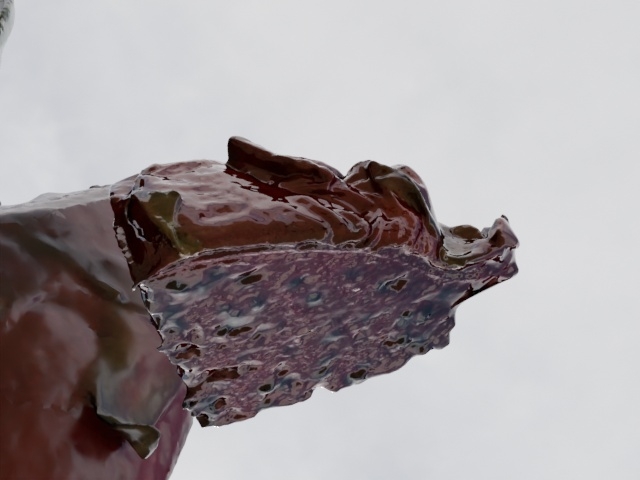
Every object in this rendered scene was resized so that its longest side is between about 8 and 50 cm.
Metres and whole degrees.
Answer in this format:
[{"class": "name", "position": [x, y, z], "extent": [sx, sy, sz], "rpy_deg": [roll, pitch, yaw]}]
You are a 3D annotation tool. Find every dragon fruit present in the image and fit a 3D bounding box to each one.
[{"class": "dragon fruit", "position": [-0.002, -0.002, 0.580], "extent": [0.131, 0.097, 0.063], "rpy_deg": [-18, -131, -10]}, {"class": "dragon fruit", "position": [-0.201, 0.076, 0.836], "extent": [0.344, 0.100, 0.282], "rpy_deg": [-8, -117, -19]}]

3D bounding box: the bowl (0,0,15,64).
[{"class": "bowl", "position": [-0.241, 0.018, 0.665], "extent": [0.313, 0.146, 0.313], "rpy_deg": [-16, -156, 7]}]
